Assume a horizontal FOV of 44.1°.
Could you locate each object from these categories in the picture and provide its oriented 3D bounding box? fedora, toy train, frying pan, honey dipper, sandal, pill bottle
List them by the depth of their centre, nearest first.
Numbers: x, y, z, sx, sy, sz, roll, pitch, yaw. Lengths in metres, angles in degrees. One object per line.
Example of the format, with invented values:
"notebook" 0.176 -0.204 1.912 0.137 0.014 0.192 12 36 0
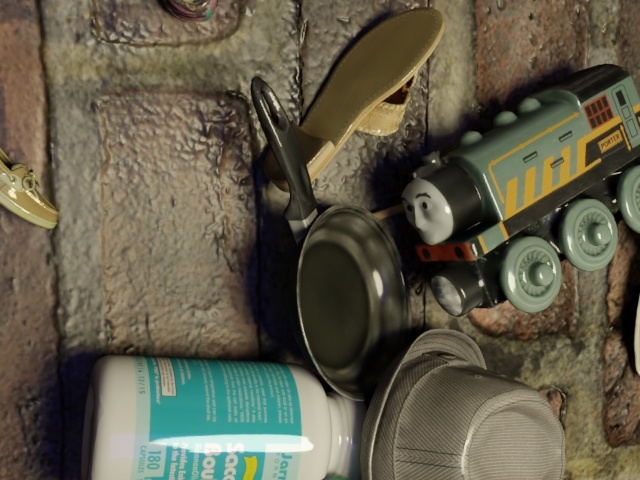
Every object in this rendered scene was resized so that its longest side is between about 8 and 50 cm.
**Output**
"frying pan" -0.006 0.025 0.755 0.326 0.053 0.197 45 49 -37
"pill bottle" -0.090 0.188 0.765 0.264 0.146 0.146 5 95 -20
"fedora" 0.165 0.213 0.804 0.275 0.124 0.243 22 71 -46
"sandal" 0.045 -0.134 0.826 0.240 0.088 0.079 -47 140 -2
"toy train" 0.234 -0.054 0.848 0.334 0.142 0.190 -29 100 -23
"honey dipper" 0.065 -0.029 0.859 0.161 0.030 0.030 -17 102 -13

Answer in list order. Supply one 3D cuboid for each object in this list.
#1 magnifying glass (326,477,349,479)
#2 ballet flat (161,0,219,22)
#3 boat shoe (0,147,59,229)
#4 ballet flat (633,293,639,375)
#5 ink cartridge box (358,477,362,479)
"magnifying glass" 0.033 0.284 0.798 0.092 0.026 0.231 -52 140 7
"ballet flat" -0.158 -0.303 0.718 0.077 0.079 0.221 -34 106 -12
"boat shoe" -0.292 -0.072 0.713 0.153 0.056 0.048 44 86 -11
"ballet flat" 0.488 0.168 0.966 0.182 0.164 0.482 -12 99 27
"ink cartridge box" -0.058 0.363 0.850 0.224 0.045 0.223 -3 98 -19
